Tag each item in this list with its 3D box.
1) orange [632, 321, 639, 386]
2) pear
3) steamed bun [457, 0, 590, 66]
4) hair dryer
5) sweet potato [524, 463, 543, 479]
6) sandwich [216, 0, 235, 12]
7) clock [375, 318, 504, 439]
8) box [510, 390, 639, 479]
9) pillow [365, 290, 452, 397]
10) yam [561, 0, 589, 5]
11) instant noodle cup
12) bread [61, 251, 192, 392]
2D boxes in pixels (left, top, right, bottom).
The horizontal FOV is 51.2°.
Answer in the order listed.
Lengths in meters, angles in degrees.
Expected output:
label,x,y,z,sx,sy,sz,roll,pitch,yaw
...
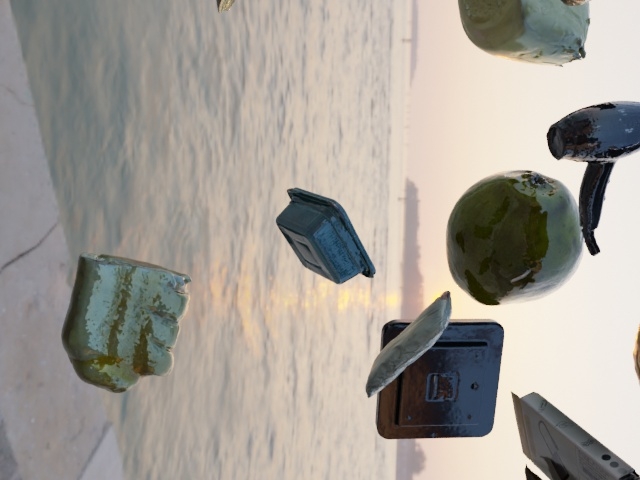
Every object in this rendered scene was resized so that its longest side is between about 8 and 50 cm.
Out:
label,x,y,z,sx,sy,sz,roll,pitch,yaw
orange,0.557,0.150,0.816,0.329,0.249,0.330,-12,-106,51
pear,0.378,-0.001,1.306,0.321,0.268,0.269,109,-9,-49
steamed bun,0.371,-0.440,1.236,0.166,0.231,0.273,-22,-107,54
hair dryer,0.369,-0.072,0.829,0.075,0.195,0.219,-109,-169,-52
sweet potato,0.347,0.453,0.941,0.067,0.067,0.274,66,7,-74
sandwich,-0.164,-0.432,1.158,0.044,0.030,0.083,-129,-151,-46
clock,0.261,0.307,1.457,0.049,0.273,0.279,-119,-150,-74
box,0.347,0.304,0.900,0.247,0.033,0.129,-137,-152,-64
pillow,0.164,0.193,1.230,0.229,0.050,0.128,-51,-177,30
yam,0.399,-0.375,0.914,0.300,0.066,0.066,-78,168,-80
instant noodle cup,0.000,0.000,1.102,0.179,0.070,0.157,22,-33,58
bread,-0.506,0.216,1.732,0.210,0.300,0.342,176,-77,-74
